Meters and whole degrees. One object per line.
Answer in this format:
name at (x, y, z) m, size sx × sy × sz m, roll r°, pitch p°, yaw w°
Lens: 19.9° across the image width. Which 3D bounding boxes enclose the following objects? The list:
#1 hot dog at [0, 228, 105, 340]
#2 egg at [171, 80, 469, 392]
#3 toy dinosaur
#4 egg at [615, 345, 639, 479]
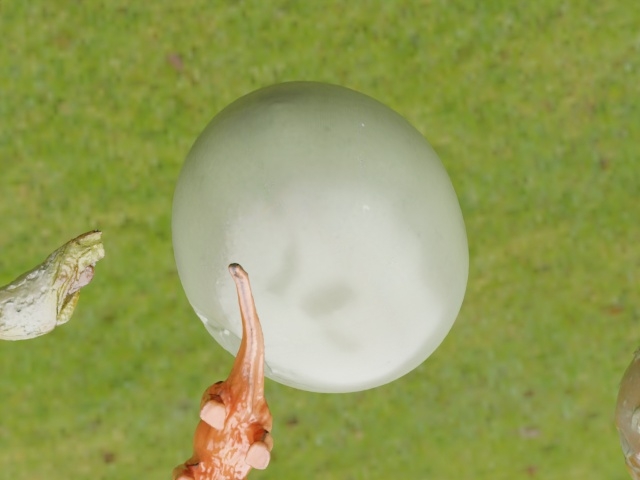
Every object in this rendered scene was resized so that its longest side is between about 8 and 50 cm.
hot dog at (-0.258, 0.054, 1.677) m, size 0.169 × 0.061 × 0.078 m, roll -31°, pitch 178°, yaw 12°
egg at (0.000, 0.000, 1.378) m, size 0.219 × 0.219 × 0.269 m, roll -16°, pitch 130°, yaw 12°
toy dinosaur at (-0.063, 0.148, 1.134) m, size 0.055 × 0.101 × 0.280 m, roll 16°, pitch 104°, yaw 1°
egg at (0.375, 0.174, 1.680) m, size 0.195 × 0.195 × 0.233 m, roll -30°, pitch 137°, yaw 33°
